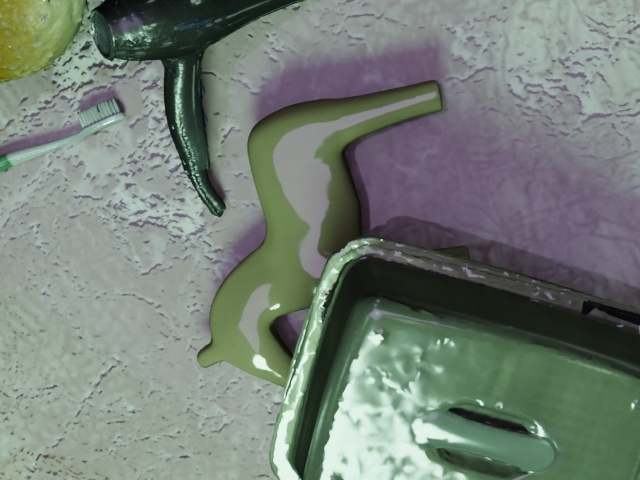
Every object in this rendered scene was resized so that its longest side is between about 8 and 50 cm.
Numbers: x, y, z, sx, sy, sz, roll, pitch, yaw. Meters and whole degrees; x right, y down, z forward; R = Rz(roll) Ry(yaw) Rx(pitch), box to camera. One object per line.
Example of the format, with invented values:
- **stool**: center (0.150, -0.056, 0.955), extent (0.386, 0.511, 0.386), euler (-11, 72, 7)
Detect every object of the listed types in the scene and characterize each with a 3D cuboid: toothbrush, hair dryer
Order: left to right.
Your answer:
- **toothbrush**: center (-0.286, -0.062, 1.331), extent (0.257, 0.018, 0.024), euler (-25, 87, 9)
- **hair dryer**: center (-0.086, -0.123, 1.270), extent (0.196, 0.075, 0.219), euler (-18, 120, -26)

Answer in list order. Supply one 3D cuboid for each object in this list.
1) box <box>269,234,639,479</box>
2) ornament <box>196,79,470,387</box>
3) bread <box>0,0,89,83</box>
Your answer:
- **box**: center (0.119, 0.124, 1.184), extent (0.291, 0.166, 0.220), euler (15, 104, -4)
- **ornament**: center (0.000, 0.000, 1.273), extent (0.245, 0.061, 0.230), euler (-12, 94, 6)
- **bread**: center (-0.315, -0.250, 1.190), extent (0.305, 0.305, 0.159), euler (46, 57, 3)
